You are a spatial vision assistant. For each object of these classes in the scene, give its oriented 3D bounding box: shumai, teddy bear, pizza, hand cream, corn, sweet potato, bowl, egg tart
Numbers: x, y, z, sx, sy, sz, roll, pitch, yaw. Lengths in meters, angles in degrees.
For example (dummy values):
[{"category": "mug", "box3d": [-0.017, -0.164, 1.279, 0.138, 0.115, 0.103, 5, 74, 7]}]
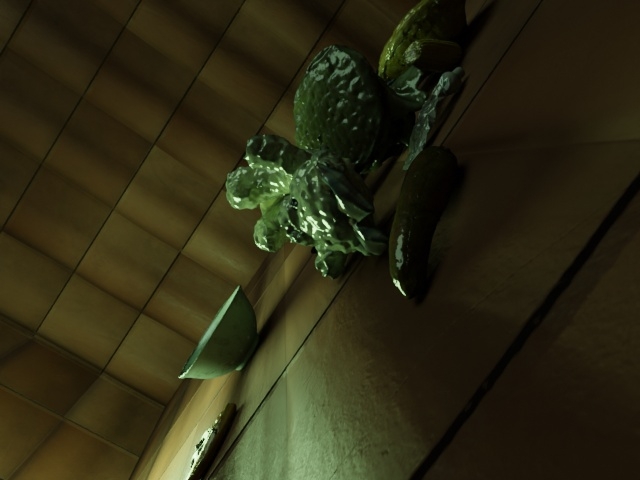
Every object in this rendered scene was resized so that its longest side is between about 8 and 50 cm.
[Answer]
[{"category": "shumai", "box3d": [0.113, -0.290, 1.035, 0.288, 0.292, 0.330, -24, -27, -46]}, {"category": "teddy bear", "box3d": [-0.052, -0.048, 0.810, 0.374, 0.328, 0.362, -21, 24, 20]}, {"category": "pizza", "box3d": [-0.261, 0.466, 0.987, 0.185, 0.036, 0.176, -59, 10, -19]}, {"category": "hand cream", "box3d": [0.241, -0.266, 0.889, 0.257, 0.050, 0.084, -61, 13, -8]}, {"category": "corn", "box3d": [0.284, -0.468, 1.053, 0.165, 0.063, 0.085, -11, -1, -37]}, {"category": "sweet potato", "box3d": [0.137, -0.042, 0.569, 0.075, 0.075, 0.274, -45, 16, 50]}, {"category": "bowl", "box3d": [-0.273, 0.303, 1.256, 0.314, 0.146, 0.313, -53, 11, 15]}, {"category": "egg tart", "box3d": [0.307, -0.571, 1.183, 0.341, 0.132, 0.341, -44, -3, -3]}]

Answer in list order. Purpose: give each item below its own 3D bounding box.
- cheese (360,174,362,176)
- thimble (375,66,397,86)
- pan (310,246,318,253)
[{"category": "cheese", "box3d": [0.044, -0.206, 1.486, 0.384, 0.104, 0.384, -53, 11, 15]}, {"category": "thimble", "box3d": [0.312, -0.642, 1.470, 0.237, 0.150, 0.237, -52, 10, 14]}, {"category": "pan", "box3d": [0.001, 0.000, 1.258, 0.068, 0.023, 0.115, -52, 13, 31]}]
